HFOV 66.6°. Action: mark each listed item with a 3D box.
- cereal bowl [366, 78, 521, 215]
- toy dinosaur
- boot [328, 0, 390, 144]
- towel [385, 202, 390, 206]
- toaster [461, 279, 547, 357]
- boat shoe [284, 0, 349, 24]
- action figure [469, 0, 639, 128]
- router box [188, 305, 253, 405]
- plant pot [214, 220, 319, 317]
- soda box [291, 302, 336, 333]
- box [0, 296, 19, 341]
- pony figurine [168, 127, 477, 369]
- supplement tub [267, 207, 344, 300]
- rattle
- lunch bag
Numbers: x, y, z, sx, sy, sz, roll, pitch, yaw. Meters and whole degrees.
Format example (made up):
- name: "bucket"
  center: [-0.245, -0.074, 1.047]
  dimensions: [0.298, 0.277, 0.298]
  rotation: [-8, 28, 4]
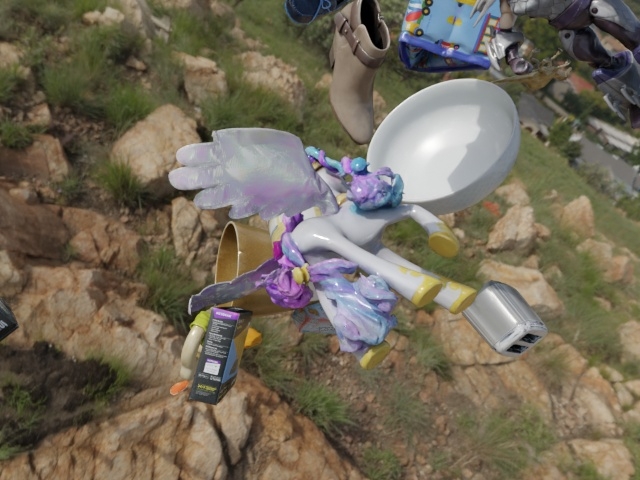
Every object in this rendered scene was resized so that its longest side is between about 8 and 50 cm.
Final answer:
- name: "cereal bowl"
  center: [0.285, -0.194, 1.111]
  dimensions: [0.141, 0.339, 0.338]
  rotation: [44, 27, -46]
- name: "toy dinosaur"
  center: [0.477, -0.370, 1.074]
  dimensions: [0.183, 0.092, 0.053]
  rotation: [-5, 55, 1]
- name: "boot"
  center: [0.038, -0.157, 0.450]
  dimensions: [0.042, 0.087, 0.118]
  rotation: [-18, 88, -21]
- name: "towel"
  center: [0.111, -0.110, 1.367]
  dimensions: [0.309, 0.228, 0.076]
  rotation: [-2, 84, 9]
- name: "toaster"
  center: [0.443, 0.190, 1.174]
  dimensions: [0.227, 0.129, 0.146]
  rotation: [22, 28, -48]
- name: "boat shoe"
  center: [0.002, -0.672, 1.338]
  dimensions: [0.258, 0.089, 0.109]
  rotation: [-47, 115, -39]
- name: "action figure"
  center: [0.285, -0.236, 0.523]
  dimensions: [0.285, 0.185, 0.099]
  rotation: [32, 69, -12]
- name: "router box"
  center: [-0.152, 0.173, 0.771]
  dimensions: [0.046, 0.179, 0.133]
  rotation: [13, 83, 0]
- name: "plant pot"
  center: [-0.111, 0.086, 1.198]
  dimensions: [0.255, 0.237, 0.237]
  rotation: [7, 49, -23]
- name: "soda box"
  center: [0.015, 0.212, 1.319]
  dimensions: [0.183, 0.058, 0.063]
  rotation: [12, 34, -38]
- name: "box"
  center: [-0.518, 0.092, 0.620]
  dimensions: [0.147, 0.180, 0.078]
  rotation: [-42, 41, -19]
- name: "pony figurine"
  center: [0.000, 0.000, 0.693]
  dimensions: [0.351, 0.302, 0.363]
  rotation: [-22, 50, -35]
- name: "supplement tub"
  center: [-0.031, 0.014, 1.039]
  dimensions: [0.145, 0.144, 0.199]
  rotation: [9, 47, -28]
- name: "rattle"
  center: [-0.212, 0.245, 0.987]
  dimensions: [0.143, 0.199, 0.130]
  rotation: [17, 10, -8]
- name: "lunch bag"
  center: [0.211, -0.390, 0.780]
  dimensions: [0.138, 0.220, 0.293]
  rotation: [17, 14, -1]
